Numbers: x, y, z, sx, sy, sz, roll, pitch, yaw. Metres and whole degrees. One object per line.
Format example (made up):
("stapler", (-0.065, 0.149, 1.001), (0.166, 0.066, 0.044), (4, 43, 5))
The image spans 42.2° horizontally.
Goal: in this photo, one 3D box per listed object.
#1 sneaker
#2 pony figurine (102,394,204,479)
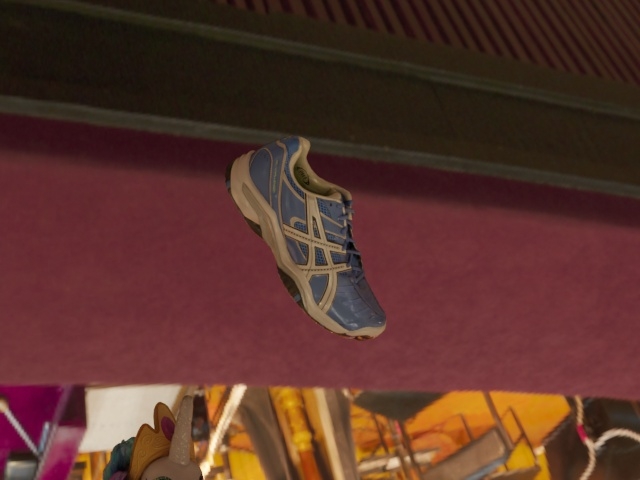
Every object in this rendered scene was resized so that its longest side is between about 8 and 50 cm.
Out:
("sneaker", (0.000, 0.000, 0.759), (0.081, 0.080, 0.211), (-32, 98, 24))
("pony figurine", (-0.111, 0.362, 0.701), (0.303, 0.363, 0.351), (5, 117, -37))
